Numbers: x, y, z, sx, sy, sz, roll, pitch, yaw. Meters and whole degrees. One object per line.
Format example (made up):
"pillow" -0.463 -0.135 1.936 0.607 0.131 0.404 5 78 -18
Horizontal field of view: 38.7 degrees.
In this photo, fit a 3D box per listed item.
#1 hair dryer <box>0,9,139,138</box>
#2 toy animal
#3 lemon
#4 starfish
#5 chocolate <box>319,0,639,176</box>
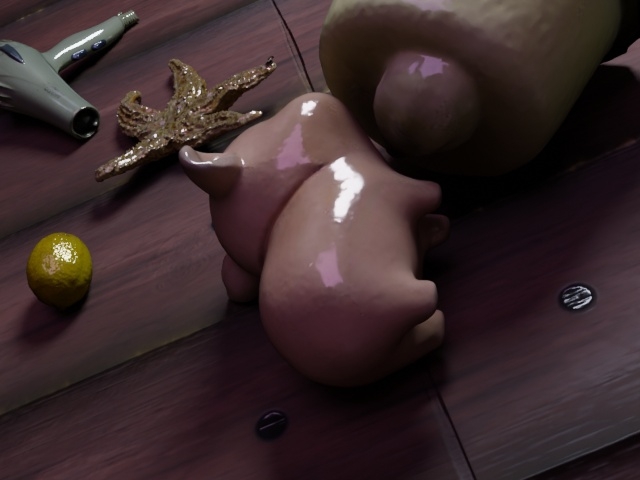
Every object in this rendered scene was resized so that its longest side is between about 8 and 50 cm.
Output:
"hair dryer" -0.405 -0.271 1.497 0.298 0.119 0.296 -22 47 -14
"toy animal" 0.000 0.000 0.952 0.269 0.237 0.326 -2 50 9
"lemon" -0.331 0.034 1.160 0.082 0.082 0.111 -19 51 9
"starfish" -0.190 -0.184 1.318 0.302 0.060 0.299 -6 40 29
"chocolate" 0.155 -0.212 1.027 0.314 0.326 0.297 17 74 34
